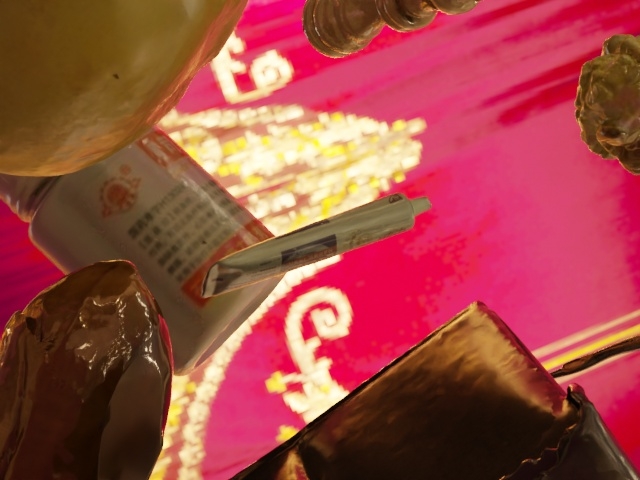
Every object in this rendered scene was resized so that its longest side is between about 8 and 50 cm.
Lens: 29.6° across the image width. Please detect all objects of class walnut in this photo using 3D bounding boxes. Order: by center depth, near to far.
[{"bbox_3d":[-0.171,0.130,0.811,0.137,0.137,0.245,-165,-90,-70],"label":"walnut"}]

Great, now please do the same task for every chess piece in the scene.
[{"bbox_3d":[0.126,-0.353,1.750,0.397,0.117,0.117,-5,-74,56],"label":"chess piece"}]

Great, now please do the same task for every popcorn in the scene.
[{"bbox_3d":[0.336,-0.147,1.299,0.126,0.125,0.145,-116,-155,-46],"label":"popcorn"}]

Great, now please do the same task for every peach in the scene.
[{"bbox_3d":[-0.203,-0.212,0.913,0.281,0.314,0.315,48,-46,-3],"label":"peach"}]

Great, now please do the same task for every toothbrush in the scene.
[{"bbox_3d":[0.394,0.184,1.830,0.031,0.023,0.321,35,-38,-26],"label":"toothbrush"}]

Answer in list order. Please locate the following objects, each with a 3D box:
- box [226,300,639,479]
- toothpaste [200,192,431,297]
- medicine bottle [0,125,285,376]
[{"bbox_3d":[0.091,0.243,0.596,0.345,0.251,0.204,53,1,-16],"label":"box"},{"bbox_3d":[0.000,0.000,1.096,0.038,0.233,0.060,62,-23,20],"label":"toothpaste"},{"bbox_3d":[-0.241,-0.030,1.533,0.388,0.219,0.219,42,-21,5],"label":"medicine bottle"}]
